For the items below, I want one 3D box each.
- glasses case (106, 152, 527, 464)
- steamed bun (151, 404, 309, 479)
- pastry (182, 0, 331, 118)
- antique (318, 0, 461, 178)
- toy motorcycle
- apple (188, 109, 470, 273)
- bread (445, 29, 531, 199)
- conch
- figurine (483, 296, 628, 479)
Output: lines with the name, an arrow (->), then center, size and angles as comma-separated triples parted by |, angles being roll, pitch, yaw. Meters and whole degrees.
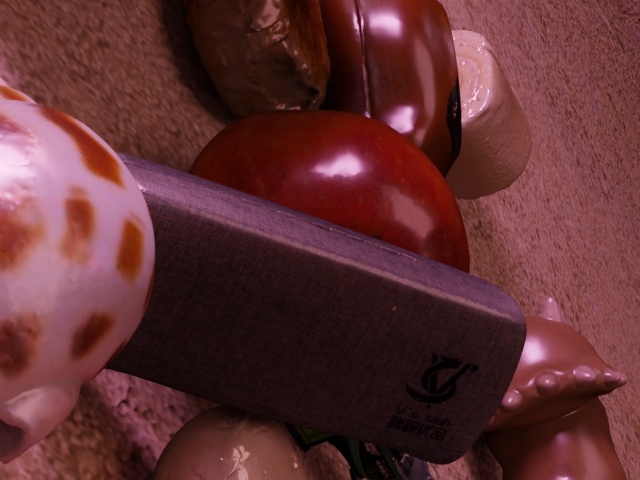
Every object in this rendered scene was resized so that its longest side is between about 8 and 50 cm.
glasses case -> -0.021, 0.049, 0.983 | 0.323, 0.131, 0.074 | 19, 18, -24
steamed bun -> -0.064, 0.177, 1.003 | 0.130, 0.091, 0.112 | 66, 26, -18
pastry -> -0.056, -0.195, 1.319 | 0.182, 0.093, 0.192 | 45, 30, -60
antique -> 0.061, -0.146, 1.455 | 0.278, 0.129, 0.223 | -99, -175, -49
toy motorcycle -> 0.050, 0.188, 1.256 | 0.173, 0.100, 0.058 | 58, 26, -23
apple -> 0.000, 0.000, 1.139 | 0.230, 0.230, 0.230 | 49, 31, -43
bread -> 0.161, -0.143, 1.739 | 0.141, 0.134, 0.148 | 52, 39, -47
conch -> -0.175, -0.007, 0.787 | 0.183, 0.149, 0.275 | 42, -2, -39
figurine -> 0.235, 0.188, 1.582 | 0.173, 0.177, 0.247 | 71, 19, -59
